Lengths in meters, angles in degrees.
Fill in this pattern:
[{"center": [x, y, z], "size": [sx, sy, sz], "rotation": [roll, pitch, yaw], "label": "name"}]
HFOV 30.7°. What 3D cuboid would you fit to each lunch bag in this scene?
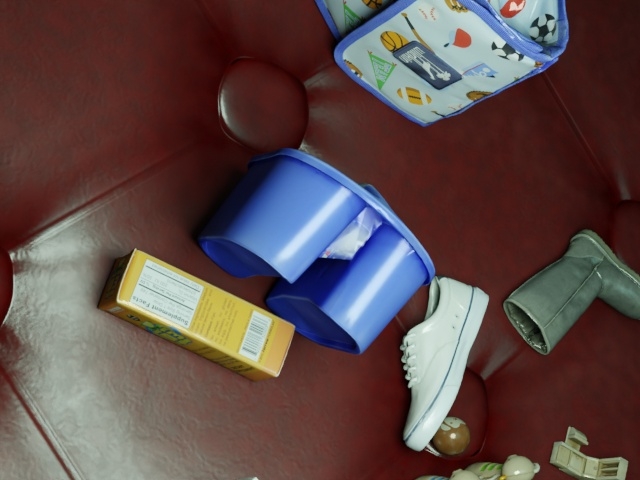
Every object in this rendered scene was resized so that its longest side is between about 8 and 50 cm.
[{"center": [0.148, -0.368, 1.608], "size": [0.239, 0.328, 0.386], "rotation": [-28, 93, -28], "label": "lunch bag"}]

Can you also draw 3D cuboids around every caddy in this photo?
[{"center": [0.000, 0.000, 1.430], "size": [0.241, 0.341, 0.179], "rotation": [41, 78, -15], "label": "caddy"}]

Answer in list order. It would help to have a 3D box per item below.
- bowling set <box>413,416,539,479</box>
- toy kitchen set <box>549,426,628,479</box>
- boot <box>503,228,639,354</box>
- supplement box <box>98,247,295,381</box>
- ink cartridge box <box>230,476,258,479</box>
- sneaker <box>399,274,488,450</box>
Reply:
[{"center": [0.206, 0.333, 1.551], "size": [0.287, 0.154, 0.200], "rotation": [-13, 83, -33], "label": "bowling set"}, {"center": [0.397, 0.310, 1.716], "size": [0.083, 0.075, 0.068], "rotation": [31, 62, -24], "label": "toy kitchen set"}, {"center": [0.396, 0.101, 1.775], "size": [0.189, 0.076, 0.208], "rotation": [44, 51, 3], "label": "boot"}, {"center": [-0.153, 0.095, 1.453], "size": [0.233, 0.078, 0.080], "rotation": [29, 67, -20], "label": "supplement box"}, {"center": [-0.066, 0.398, 1.386], "size": [0.078, 0.134, 0.231], "rotation": [-39, 98, -33], "label": "ink cartridge box"}, {"center": [0.150, 0.166, 1.616], "size": [0.091, 0.094, 0.258], "rotation": [25, 59, -2], "label": "sneaker"}]
